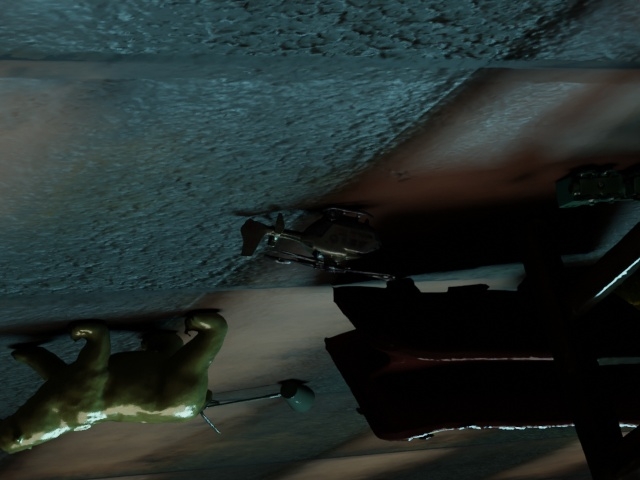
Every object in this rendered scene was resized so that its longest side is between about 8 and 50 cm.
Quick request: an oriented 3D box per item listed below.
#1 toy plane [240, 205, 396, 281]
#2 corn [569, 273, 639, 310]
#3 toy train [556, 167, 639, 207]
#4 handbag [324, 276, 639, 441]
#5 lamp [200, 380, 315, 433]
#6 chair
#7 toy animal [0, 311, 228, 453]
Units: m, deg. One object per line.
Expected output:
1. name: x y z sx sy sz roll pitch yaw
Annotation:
1. toy plane: 0.000 0.000 1.296 0.120 0.049 0.031 11 161 -7
2. corn: 0.334 0.080 1.674 0.317 0.115 0.115 -4 164 -18
3. toy train: 0.224 -0.039 1.319 0.092 0.029 0.045 -3 172 -24
4. handbag: 0.148 0.088 1.438 0.260 0.084 0.275 -2 -169 -10
5. lamp: -0.072 0.182 1.958 0.121 0.041 0.054 -16 156 15
6. chair: 0.312 0.126 1.164 0.203 0.416 0.240 1 152 -31
7. toy animal: -0.191 0.130 1.561 0.218 0.101 0.103 -4 166 -17
